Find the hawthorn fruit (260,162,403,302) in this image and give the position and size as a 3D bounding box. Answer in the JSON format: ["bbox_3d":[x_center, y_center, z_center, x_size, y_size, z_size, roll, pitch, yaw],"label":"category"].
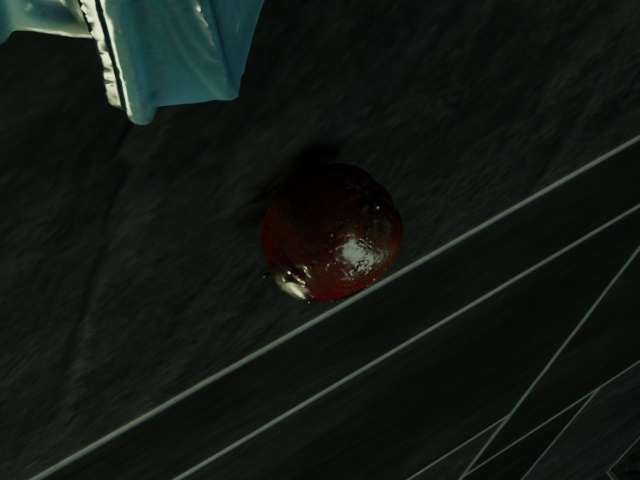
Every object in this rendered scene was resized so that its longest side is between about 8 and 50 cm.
[{"bbox_3d":[0.004,-0.003,0.958,0.077,0.077,0.077,-34,163,-12],"label":"hawthorn fruit"}]

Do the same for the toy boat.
[{"bbox_3d":[-0.067,-0.128,0.473,0.238,0.098,0.109,88,13,-60],"label":"toy boat"}]
